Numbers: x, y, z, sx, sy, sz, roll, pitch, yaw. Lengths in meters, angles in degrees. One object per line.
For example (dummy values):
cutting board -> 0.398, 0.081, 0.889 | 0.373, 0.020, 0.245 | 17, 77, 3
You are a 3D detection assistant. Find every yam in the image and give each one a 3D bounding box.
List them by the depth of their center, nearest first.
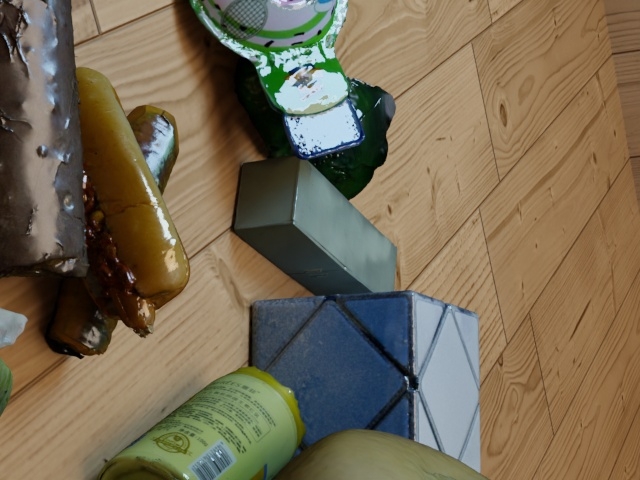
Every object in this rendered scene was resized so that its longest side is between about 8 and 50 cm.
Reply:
yam -> -0.248, -0.105, 1.043 | 0.131, 0.131, 0.279 | -5, 92, -63

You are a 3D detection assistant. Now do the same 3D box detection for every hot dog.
hot dog -> -0.185, -0.035, 1.125 | 0.076, 0.102, 0.249 | 0, 63, -56

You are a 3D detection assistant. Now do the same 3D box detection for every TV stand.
TV stand -> 0.000, 0.000, 1.558 | 0.269, 0.083, 0.088 | 41, 48, -53

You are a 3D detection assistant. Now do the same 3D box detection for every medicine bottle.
medicine bottle -> -0.107, 0.211, 1.270 | 0.239, 0.124, 0.124 | -33, 114, -60

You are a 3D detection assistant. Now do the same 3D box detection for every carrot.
carrot -> -0.187, -0.010, 1.211 | 0.070, 0.070, 0.260 | 51, 43, -47

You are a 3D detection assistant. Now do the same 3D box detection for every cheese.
cheese -> -0.042, -0.244, 1.428 | 0.204, 0.083, 0.320 | -19, 84, -32

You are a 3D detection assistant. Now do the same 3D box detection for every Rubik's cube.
Rubik's cube -> 0.055, 0.173, 1.499 | 0.207, 0.205, 0.205 | 23, 65, -59

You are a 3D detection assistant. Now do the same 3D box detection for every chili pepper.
chili pepper -> 0.003, -0.140, 1.546 | 0.264, 0.116, 0.148 | 59, 41, -40

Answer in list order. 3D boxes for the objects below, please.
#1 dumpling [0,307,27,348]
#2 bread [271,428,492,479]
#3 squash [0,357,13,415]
dumpling -> -0.294, 0.049, 0.907 | 0.229, 0.151, 0.124 | -4, 116, -64
bread -> 0.009, 0.365, 1.212 | 0.376, 0.253, 0.348 | -62, 166, 10
squash -> -0.295, 0.171, 0.933 | 0.229, 0.066, 0.066 | -58, 137, -31
